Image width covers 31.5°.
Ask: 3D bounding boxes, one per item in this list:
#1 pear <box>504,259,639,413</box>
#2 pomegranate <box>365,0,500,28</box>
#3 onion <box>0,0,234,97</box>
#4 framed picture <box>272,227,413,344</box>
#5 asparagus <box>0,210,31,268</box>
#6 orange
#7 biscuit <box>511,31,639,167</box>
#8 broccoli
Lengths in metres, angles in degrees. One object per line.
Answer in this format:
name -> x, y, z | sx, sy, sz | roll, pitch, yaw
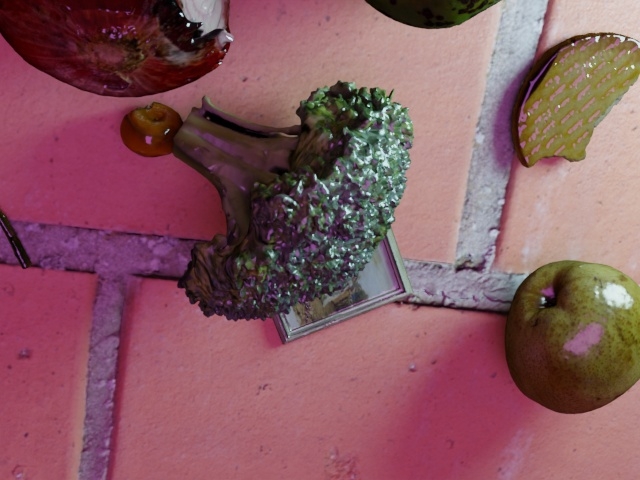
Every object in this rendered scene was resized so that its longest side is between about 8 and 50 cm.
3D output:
pear -> 0.369, 0.134, 1.645 | 0.228, 0.188, 0.211 | -37, 114, 6
pomegranate -> 0.148, -0.389, 1.410 | 0.254, 0.270, 0.254 | 13, 118, 27
onion -> -0.241, -0.319, 1.312 | 0.341, 0.341, 0.341 | -3, 109, -9
framed picture -> 0.000, 0.000, 1.624 | 0.217, 0.017, 0.274 | -23, 111, -3
asparagus -> -0.428, -0.017, 1.539 | 0.018, 0.015, 0.127 | -26, 111, -3
orange -> -0.221, -0.141, 1.505 | 0.086, 0.086, 0.062 | 5, 131, -12
biscuit -> 0.375, -0.205, 1.616 | 0.228, 0.031, 0.176 | -19, 112, -5
broccoli -> -0.040, -0.046, 1.467 | 0.375, 0.302, 0.249 | -54, 134, -17
